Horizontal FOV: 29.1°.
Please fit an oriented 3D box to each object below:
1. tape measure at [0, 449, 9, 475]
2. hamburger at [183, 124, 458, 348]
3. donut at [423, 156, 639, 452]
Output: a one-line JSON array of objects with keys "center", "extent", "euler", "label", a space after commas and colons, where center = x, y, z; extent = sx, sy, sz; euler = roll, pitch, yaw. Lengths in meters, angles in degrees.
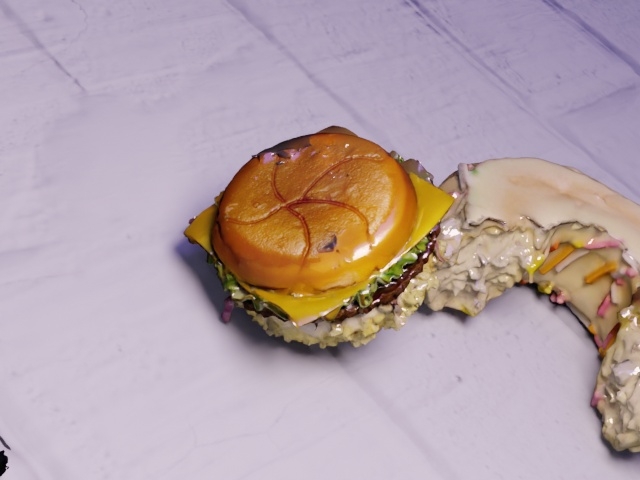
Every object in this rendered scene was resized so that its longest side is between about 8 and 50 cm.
[{"center": [-0.301, 0.172, 0.776], "extent": [0.098, 0.215, 0.351], "euler": [44, 39, 18], "label": "tape measure"}, {"center": [0.000, 0.000, 1.210], "extent": [0.243, 0.139, 0.261], "euler": [-34, 51, -17], "label": "hamburger"}, {"center": [0.280, 0.054, 1.348], "extent": [0.371, 0.150, 0.307], "euler": [36, 38, 8], "label": "donut"}]
